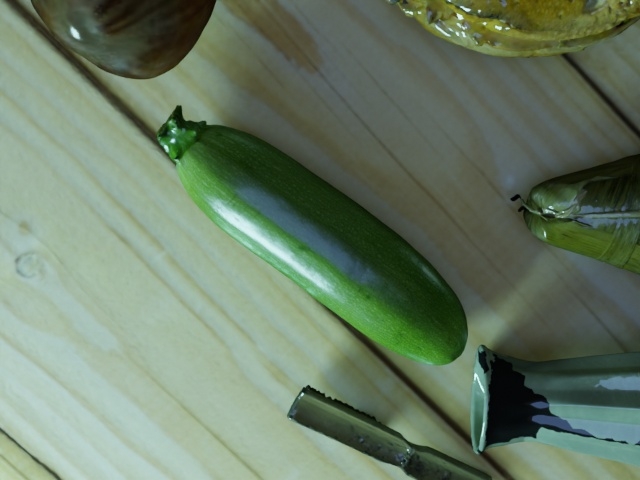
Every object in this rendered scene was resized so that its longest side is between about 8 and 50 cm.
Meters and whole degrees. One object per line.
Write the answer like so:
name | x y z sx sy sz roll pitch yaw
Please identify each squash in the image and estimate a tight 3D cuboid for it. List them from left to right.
squash | 0.000 0.000 0.979 0.395 0.107 0.107 37 98 -7

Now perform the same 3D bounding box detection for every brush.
brush | 0.078 0.225 1.062 0.247 0.036 0.043 27 104 -13

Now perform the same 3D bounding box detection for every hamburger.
hamburger | 0.201 -0.316 0.886 0.314 0.170 0.290 -11 99 1

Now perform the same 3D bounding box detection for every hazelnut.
hazelnut | -0.189 -0.259 0.880 0.186 0.210 0.210 41 101 34

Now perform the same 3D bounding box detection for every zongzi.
zongzi | 0.317 -0.074 0.975 0.204 0.094 0.205 17 96 -4

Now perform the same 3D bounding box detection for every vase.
vase | 0.342 0.176 0.999 0.360 0.165 0.165 2 101 3
